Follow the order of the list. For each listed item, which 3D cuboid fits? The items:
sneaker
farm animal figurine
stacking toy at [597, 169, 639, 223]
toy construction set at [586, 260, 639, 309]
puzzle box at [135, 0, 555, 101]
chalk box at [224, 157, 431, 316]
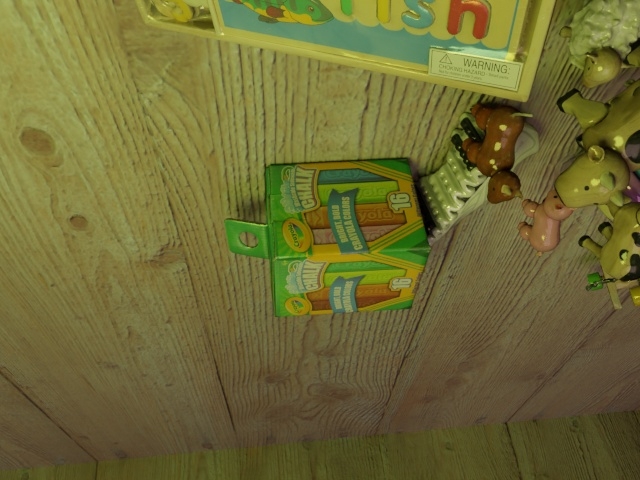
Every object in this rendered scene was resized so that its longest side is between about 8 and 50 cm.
[{"bbox_3d":[0.224,-0.079,0.920,0.118,0.110,0.292,0,147,-26],"label":"sneaker"},{"bbox_3d":[0.365,-0.098,0.726,0.330,0.172,0.326,28,112,-24],"label":"farm animal figurine"},{"bbox_3d":[0.554,-0.151,0.850,0.141,0.141,0.330,21,133,-35],"label":"stacking toy"},{"bbox_3d":[0.614,0.044,1.097,0.237,0.257,0.308,-11,127,28],"label":"toy construction set"},{"bbox_3d":[-0.005,-0.267,0.476,0.409,0.052,0.272,16,149,16],"label":"puzzle box"},{"bbox_3d":[0.000,0.000,0.920,0.289,0.179,0.180,-4,146,-4],"label":"chalk box"}]
